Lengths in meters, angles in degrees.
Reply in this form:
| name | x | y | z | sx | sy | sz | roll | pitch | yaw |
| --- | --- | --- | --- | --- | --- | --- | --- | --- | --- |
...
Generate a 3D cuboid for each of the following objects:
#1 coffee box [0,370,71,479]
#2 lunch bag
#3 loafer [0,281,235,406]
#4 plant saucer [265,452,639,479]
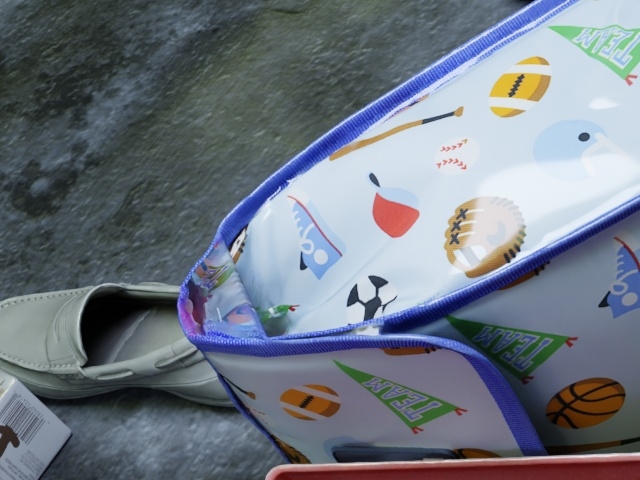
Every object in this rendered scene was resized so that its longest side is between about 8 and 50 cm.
| name | x | y | z | sx | sy | sz | roll | pitch | yaw |
| --- | --- | --- | --- | --- | --- | --- | --- | --- | --- |
| coffee box | -0.357 | 0.222 | 1.364 | 0.141 | 0.098 | 0.246 | 19 | 65 | 40 |
| lunch bag | 0.136 | 0.051 | 1.053 | 0.385 | 0.328 | 0.239 | -28 | 46 | 5 |
| loafer | -0.186 | 0.079 | 1.372 | 0.320 | 0.111 | 0.112 | -1 | 54 | 30 |
| plant saucer | 0.099 | 0.265 | 0.971 | 0.259 | 0.048 | 0.258 | -4 | 83 | 15 |
